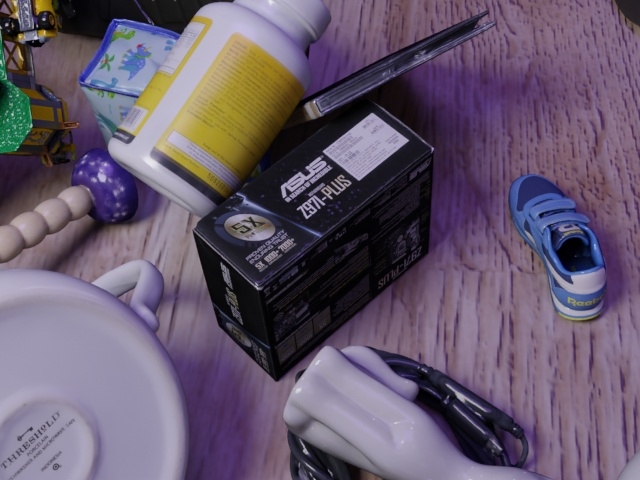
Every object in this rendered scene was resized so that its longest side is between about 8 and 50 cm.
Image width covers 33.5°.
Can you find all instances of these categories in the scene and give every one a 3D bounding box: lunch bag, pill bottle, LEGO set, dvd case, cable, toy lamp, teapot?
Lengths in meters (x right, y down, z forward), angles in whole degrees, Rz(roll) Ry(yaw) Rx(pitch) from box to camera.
[{"bbox_3d":[-0.119,-0.110,0.936,0.151,0.129,0.096,14,62,11],"label":"lunch bag"},{"bbox_3d":[-0.072,-0.114,0.810,0.103,0.103,0.184,31,84,23],"label":"pill bottle"},{"bbox_3d":[-0.347,-0.164,0.980,0.331,0.192,0.255,-15,89,16],"label":"LEGO set"},{"bbox_3d":[0.034,-0.136,0.913,0.164,0.221,0.018,-29,98,-15],"label":"dvd case"},{"bbox_3d":[0.051,0.157,0.796,0.184,0.047,0.150,32,68,20],"label":"cable"},{"bbox_3d":[-0.269,0.012,0.850,0.080,0.080,0.275,32,43,23],"label":"toy lamp"},{"bbox_3d":[-0.225,0.134,0.740,0.256,0.187,0.252,4,86,-35],"label":"teapot"}]

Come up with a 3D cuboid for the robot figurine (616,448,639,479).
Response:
[{"bbox_3d":[0.283,0.235,0.631,0.174,0.209,0.278,-23,68,2],"label":"robot figurine"}]

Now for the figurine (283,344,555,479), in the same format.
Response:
[{"bbox_3d":[0.044,0.199,0.707,0.209,0.092,0.215,32,72,13],"label":"figurine"}]

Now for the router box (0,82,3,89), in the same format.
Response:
[{"bbox_3d":[-0.358,-0.090,0.862,0.133,0.046,0.179,37,102,11],"label":"router box"}]

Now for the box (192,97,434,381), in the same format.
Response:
[{"bbox_3d":[0.000,0.000,0.840,0.180,0.147,0.077,-39,62,-20],"label":"box"}]

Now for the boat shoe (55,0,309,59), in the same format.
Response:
[{"bbox_3d":[-0.144,-0.237,1.028,0.324,0.122,0.120,26,33,22],"label":"boat shoe"}]

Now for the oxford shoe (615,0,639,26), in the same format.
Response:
[{"bbox_3d":[0.349,-0.233,1.033,0.076,0.076,0.212,1,47,-32],"label":"oxford shoe"}]

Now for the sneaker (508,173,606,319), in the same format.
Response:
[{"bbox_3d":[0.200,-0.006,0.882,0.053,0.059,0.144,-18,55,-5],"label":"sneaker"}]
